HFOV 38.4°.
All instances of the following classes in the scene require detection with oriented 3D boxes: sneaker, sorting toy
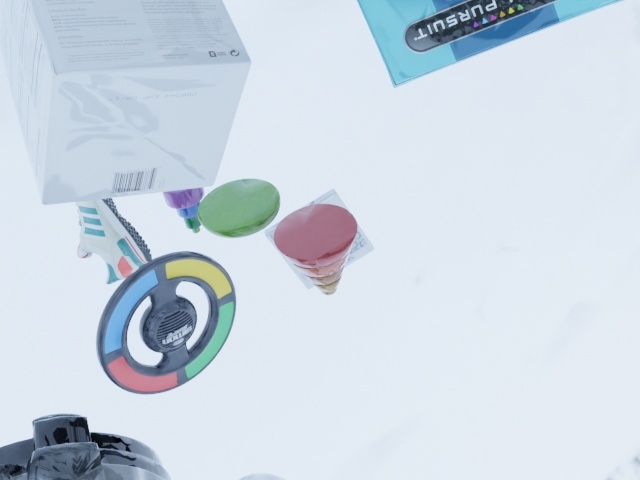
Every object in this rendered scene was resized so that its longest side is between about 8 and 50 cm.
[{"bbox_3d":[-0.281,-0.019,1.129,0.075,0.161,0.057,-38,177,1],"label":"sneaker"},{"bbox_3d":[-0.093,-0.004,1.397,0.127,0.365,0.126,-45,138,-33],"label":"sorting toy"}]

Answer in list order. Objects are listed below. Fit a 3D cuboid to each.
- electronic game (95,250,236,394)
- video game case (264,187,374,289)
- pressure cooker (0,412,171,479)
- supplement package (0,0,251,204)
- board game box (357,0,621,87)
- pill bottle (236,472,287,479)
[{"bbox_3d":[-0.220,0.122,1.336,0.229,0.048,0.229,-22,127,-33],"label":"electronic game"},{"bbox_3d":[0.000,0.000,1.610,0.143,0.019,0.157,-31,128,6],"label":"video game case"},{"bbox_3d":[-0.368,0.466,1.302,0.369,0.420,0.375,-33,140,13],"label":"pressure cooker"},{"bbox_3d":[-0.228,-0.209,1.005,0.199,0.263,0.198,-8,147,-26],"label":"supplement package"},{"bbox_3d":[0.124,-0.349,0.885,0.253,0.079,0.336,-18,119,18],"label":"board game box"},{"bbox_3d":[0.075,0.272,0.380,0.210,0.362,0.210,-61,177,-5],"label":"pill bottle"}]
